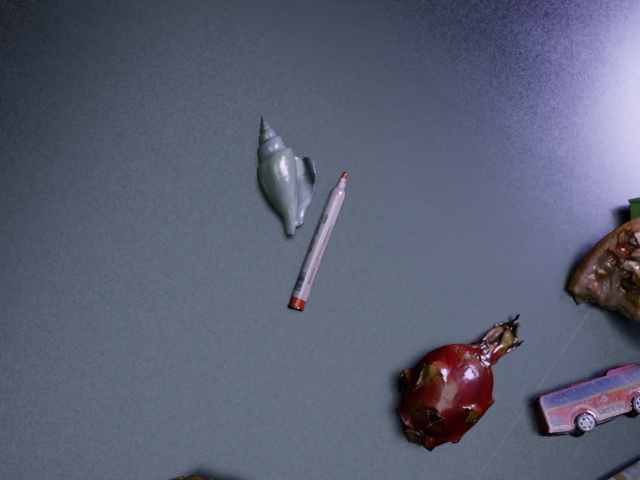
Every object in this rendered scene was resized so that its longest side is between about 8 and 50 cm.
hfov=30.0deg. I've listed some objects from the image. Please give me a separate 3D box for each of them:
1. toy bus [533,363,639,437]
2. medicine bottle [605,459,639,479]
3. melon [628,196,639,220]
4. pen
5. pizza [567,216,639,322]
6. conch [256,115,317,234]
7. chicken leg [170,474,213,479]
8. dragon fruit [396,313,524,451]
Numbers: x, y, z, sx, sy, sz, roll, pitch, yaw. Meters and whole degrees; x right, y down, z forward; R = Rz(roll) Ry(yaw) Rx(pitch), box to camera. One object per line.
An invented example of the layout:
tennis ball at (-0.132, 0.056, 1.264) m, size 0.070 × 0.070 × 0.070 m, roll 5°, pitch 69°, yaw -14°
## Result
toy bus at (0.407, 0.232, 1.726) m, size 0.192 × 0.065 × 0.077 m, roll -17°, pitch 77°, yaw -5°
medicine bottle at (0.451, 0.351, 1.722) m, size 0.083 × 0.047 × 0.047 m, roll -28°, pitch 86°, yaw -6°
melon at (0.560, 0.064, 1.714) m, size 0.124 × 0.196 × 0.324 m, roll -27°, pitch 81°, yaw 22°
pen at (0.000, 0.000, 1.751) m, size 0.026 × 0.026 × 0.218 m, roll 20°, pitch 82°, yaw 0°
pizza at (0.458, 0.074, 1.699) m, size 0.185 × 0.052 × 0.195 m, roll -48°, pitch 68°, yaw 30°
conch at (-0.055, -0.097, 1.747) m, size 0.065 × 0.088 × 0.180 m, roll -16°, pitch 91°, yaw 39°
chicken leg at (-0.111, 0.529, 1.637) m, size 0.201 × 0.153 × 0.430 m, roll -12°, pitch 91°, yaw 8°
dragon fruit at (0.206, 0.192, 1.705) m, size 0.246 × 0.125 × 0.125 m, roll -37°, pitch 72°, yaw -23°
